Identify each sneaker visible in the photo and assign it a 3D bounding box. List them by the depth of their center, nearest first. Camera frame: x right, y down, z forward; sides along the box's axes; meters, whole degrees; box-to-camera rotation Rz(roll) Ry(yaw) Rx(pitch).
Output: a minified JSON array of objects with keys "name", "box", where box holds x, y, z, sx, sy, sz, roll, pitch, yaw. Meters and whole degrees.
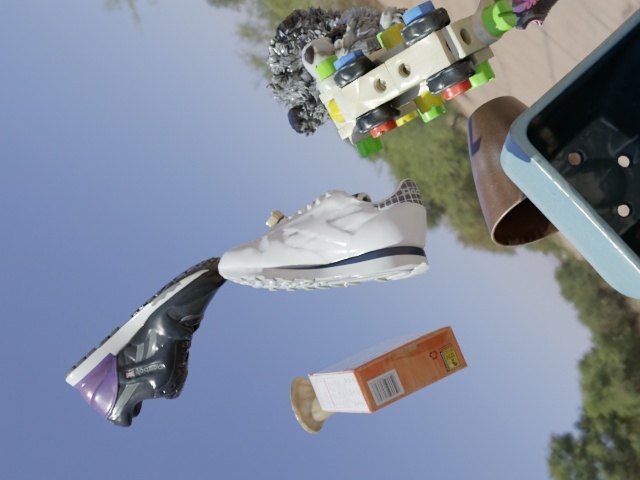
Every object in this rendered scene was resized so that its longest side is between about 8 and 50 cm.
[{"name":"sneaker","box":[0.000,0.000,0.874,0.090,0.235,0.095,13,-109,-64]},{"name":"sneaker","box":[-0.206,0.141,1.149,0.124,0.283,0.107,49,-162,-1]},{"name":"sneaker","box":[0.348,-0.371,1.343,0.047,0.119,0.057,38,154,58]}]

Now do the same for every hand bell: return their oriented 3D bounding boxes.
[{"name":"hand bell","box":[0.070,0.310,1.787,0.126,0.242,0.126,47,-151,-37]}]

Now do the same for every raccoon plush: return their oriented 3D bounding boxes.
[{"name":"raccoon plush","box":[0.122,-0.321,1.450,0.299,0.446,0.216,5,115,48]}]

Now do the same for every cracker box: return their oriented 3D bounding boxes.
[{"name":"cracker box","box":[0.090,0.189,1.227,0.067,0.155,0.232,67,162,3]}]

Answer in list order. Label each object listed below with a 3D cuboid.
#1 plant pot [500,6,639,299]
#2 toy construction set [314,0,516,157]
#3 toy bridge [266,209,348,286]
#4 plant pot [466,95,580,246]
[{"name":"plant pot","box":[0.359,-0.086,0.970,0.247,0.248,0.252,48,176,6]},{"name":"toy construction set","box":[0.119,-0.205,0.910,0.151,0.327,0.215,52,-134,6]},{"name":"toy bridge","box":[-0.013,0.007,1.497,0.188,0.026,0.063,39,-160,3]},{"name":"plant pot","box":[0.361,-0.142,1.546,0.215,0.215,0.231,26,-144,-56]}]
